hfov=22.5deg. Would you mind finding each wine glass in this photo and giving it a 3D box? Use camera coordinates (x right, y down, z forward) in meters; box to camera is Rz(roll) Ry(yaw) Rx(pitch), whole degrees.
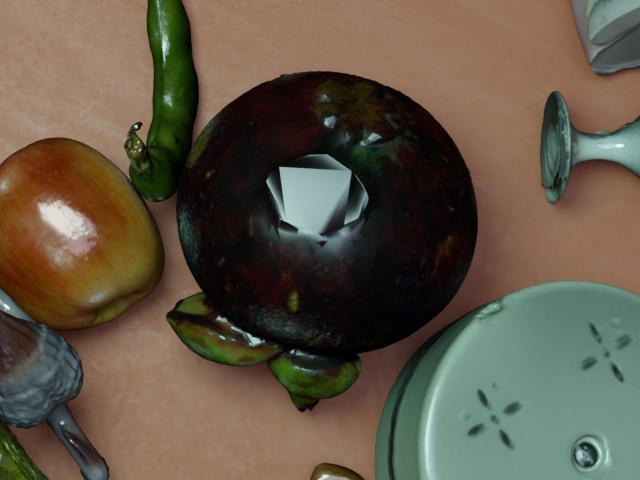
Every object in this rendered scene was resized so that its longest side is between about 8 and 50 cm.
[{"bbox_3d":[0.351,-0.096,1.649,0.241,0.126,0.126,1,84,-4],"label":"wine glass"}]

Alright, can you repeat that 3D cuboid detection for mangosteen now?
[{"bbox_3d":[0.004,-0.010,1.536,0.311,0.311,0.311,1,84,-6],"label":"mangosteen"}]

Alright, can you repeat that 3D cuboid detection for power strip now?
[{"bbox_3d":[0.234,0.224,1.563,0.357,0.161,0.357,3,77,-14],"label":"power strip"}]

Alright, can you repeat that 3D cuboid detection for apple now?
[{"bbox_3d":[-0.243,-0.001,1.556,0.199,0.199,0.199,1,84,-6],"label":"apple"}]

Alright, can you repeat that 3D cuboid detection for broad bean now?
[{"bbox_3d":[-0.154,-0.138,1.581,0.049,0.144,0.292,-3,42,6],"label":"broad bean"}]

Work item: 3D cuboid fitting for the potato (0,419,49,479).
[{"bbox_3d":[-0.411,0.244,1.494,0.280,0.213,0.330,-34,89,-5],"label":"potato"}]

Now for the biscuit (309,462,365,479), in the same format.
[{"bbox_3d":[-0.003,0.384,1.606,0.306,0.043,0.284,-27,90,-5],"label":"biscuit"}]

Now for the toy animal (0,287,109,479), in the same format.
[{"bbox_3d":[-0.265,0.124,1.476,0.090,0.195,0.324,-40,111,-11],"label":"toy animal"}]

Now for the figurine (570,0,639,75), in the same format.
[{"bbox_3d":[0.330,-0.367,1.609,0.206,0.284,0.316,-11,74,-8],"label":"figurine"}]
